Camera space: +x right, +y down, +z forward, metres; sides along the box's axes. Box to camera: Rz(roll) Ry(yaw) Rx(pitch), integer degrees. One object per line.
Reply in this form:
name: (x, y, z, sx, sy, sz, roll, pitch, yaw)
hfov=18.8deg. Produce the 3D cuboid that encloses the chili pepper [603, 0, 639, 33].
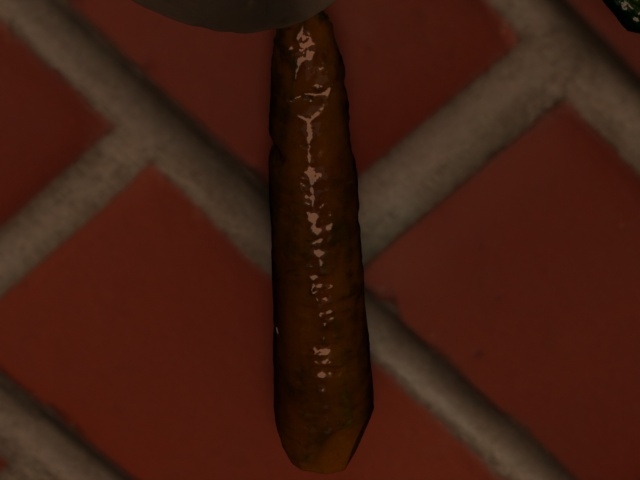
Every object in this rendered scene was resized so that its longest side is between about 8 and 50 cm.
chili pepper: (0.218, -0.149, 1.107, 0.182, 0.050, 0.073, 10, 125, -6)

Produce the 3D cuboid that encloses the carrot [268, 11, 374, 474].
carrot: (0.000, 0.000, 1.171, 0.066, 0.066, 0.314, -2, 117, -2)

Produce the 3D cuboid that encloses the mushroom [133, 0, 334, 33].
mushroom: (-0.063, -0.218, 0.893, 0.177, 0.126, 0.397, -2, 162, 2)
